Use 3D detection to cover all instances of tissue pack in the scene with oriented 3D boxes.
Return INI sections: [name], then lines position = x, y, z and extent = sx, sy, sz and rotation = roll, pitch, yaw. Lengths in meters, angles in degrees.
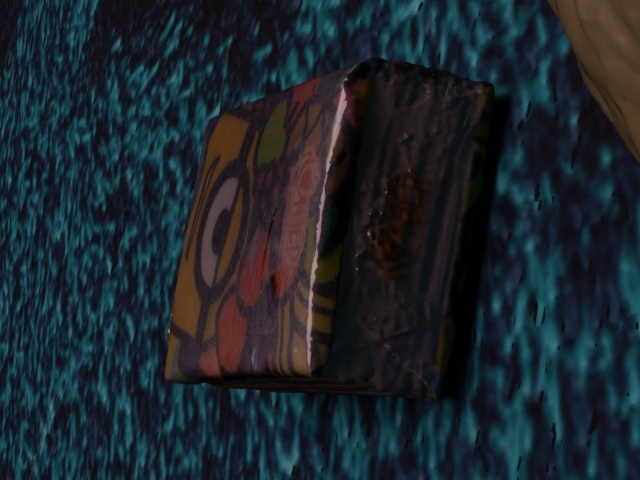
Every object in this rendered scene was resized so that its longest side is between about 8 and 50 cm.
[tissue pack]
position = 0.000, 0.000, 0.674
extent = 0.148, 0.060, 0.108
rotation = 170, 110, -67

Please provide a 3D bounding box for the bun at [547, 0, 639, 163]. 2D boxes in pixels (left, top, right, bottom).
[bun]
position = 0.104, -0.106, 0.339
extent = 0.244, 0.153, 0.244
rotation = -170, 90, -74
